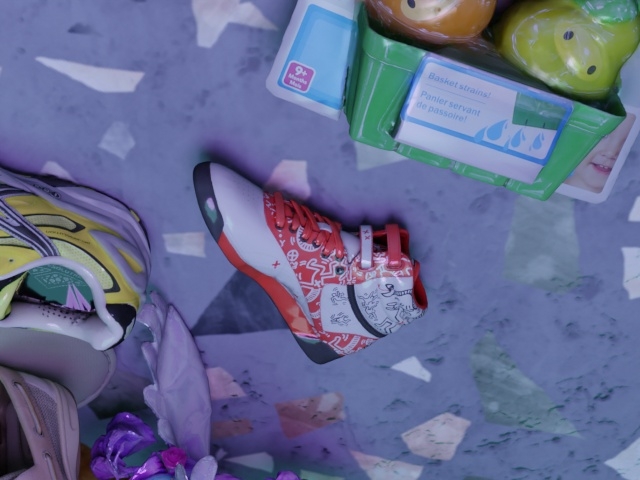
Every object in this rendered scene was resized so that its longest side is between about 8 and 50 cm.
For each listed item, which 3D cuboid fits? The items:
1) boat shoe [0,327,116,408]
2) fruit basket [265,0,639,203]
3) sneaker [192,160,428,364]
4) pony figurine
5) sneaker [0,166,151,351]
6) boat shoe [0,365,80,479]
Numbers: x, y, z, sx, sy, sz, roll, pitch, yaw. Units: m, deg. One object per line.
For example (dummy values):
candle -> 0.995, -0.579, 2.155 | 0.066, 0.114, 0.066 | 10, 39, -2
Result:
boat shoe -> -0.354, 0.097, 1.634 | 0.340, 0.113, 0.127 | 5, 116, -44
fruit basket -> 0.164, -0.216, 1.376 | 0.327, 0.165, 0.353 | 18, 123, -13
sneaker -> 0.000, 0.000, 1.591 | 0.145, 0.090, 0.270 | -24, 127, 17
pony figurine -> -0.151, 0.273, 1.684 | 0.363, 0.303, 0.351 | -23, 138, 6
sneaker -> -0.332, -0.007, 1.528 | 0.384, 0.147, 0.145 | 14, 120, -19
boat shoe -> -0.270, 0.249, 1.528 | 0.109, 0.302, 0.098 | -31, 140, 24
